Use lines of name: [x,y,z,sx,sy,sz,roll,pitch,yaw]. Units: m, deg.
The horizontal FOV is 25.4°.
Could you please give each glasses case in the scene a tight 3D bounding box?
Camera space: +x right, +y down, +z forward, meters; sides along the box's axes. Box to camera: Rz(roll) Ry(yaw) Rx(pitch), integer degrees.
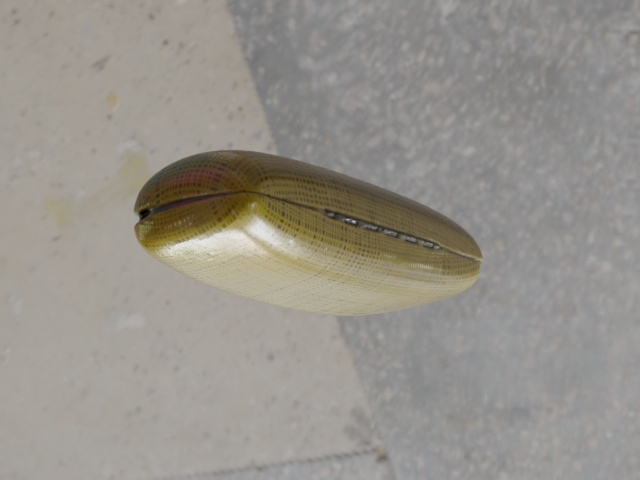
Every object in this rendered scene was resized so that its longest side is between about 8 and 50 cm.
glasses case: [0.000,0.000,0.708,0.079,0.234,0.064,-11,75,32]
